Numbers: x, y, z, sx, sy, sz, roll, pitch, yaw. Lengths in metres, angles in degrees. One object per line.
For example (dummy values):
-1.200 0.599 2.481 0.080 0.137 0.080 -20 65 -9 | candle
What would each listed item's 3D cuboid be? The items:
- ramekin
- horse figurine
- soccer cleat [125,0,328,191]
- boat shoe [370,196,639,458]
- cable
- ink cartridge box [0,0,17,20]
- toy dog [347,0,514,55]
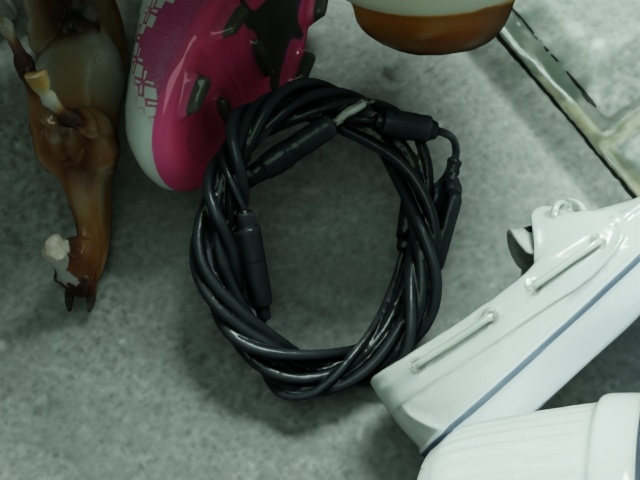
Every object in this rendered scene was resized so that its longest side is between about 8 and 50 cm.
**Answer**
0.113 0.180 0.842 0.109 0.207 0.207 -5 67 16 | ramekin
-0.157 -0.112 1.037 0.066 0.174 0.263 -15 53 6 | horse figurine
-0.065 -0.179 1.074 0.143 0.116 0.331 11 66 27 | soccer cleat
0.139 0.019 0.955 0.258 0.095 0.084 -42 82 -11 | boat shoe
0.000 0.000 0.988 0.151 0.047 0.184 20 81 -13 | cable
-0.321 -0.167 1.066 0.219 0.160 0.092 -22 65 -2 | ink cartridge box
-0.042 -0.262 0.869 0.408 0.284 0.395 18 36 -6 | toy dog
